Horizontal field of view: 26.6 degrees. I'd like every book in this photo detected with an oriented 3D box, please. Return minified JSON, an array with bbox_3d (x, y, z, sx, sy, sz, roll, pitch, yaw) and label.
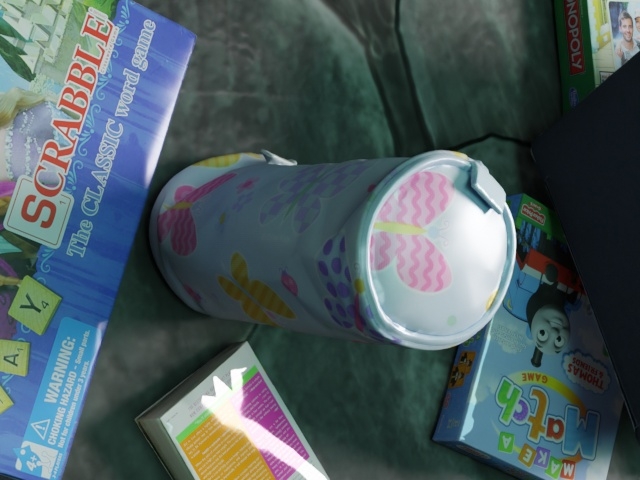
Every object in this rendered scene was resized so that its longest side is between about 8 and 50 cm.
[{"bbox_3d":[-0.051,0.156,0.946,0.096,0.035,0.144,-38,105,-35],"label":"book"}]

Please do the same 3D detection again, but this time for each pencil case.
[{"bbox_3d":[0.000,0.000,0.859,0.124,0.273,0.113,-42,114,-23],"label":"pencil case"}]

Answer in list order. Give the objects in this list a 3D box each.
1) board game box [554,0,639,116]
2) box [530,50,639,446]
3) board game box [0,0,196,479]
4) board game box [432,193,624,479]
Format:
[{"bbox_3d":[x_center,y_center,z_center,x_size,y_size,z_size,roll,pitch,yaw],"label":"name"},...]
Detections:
[{"bbox_3d":[0.342,-0.216,1.250,0.317,0.046,0.213,-3,86,-34],"label":"board game box"},{"bbox_3d":[0.418,-0.002,1.095,0.396,0.212,0.293,-2,64,-32],"label":"box"},{"bbox_3d":[-0.260,-0.046,0.808,0.318,0.066,0.318,23,71,-30],"label":"board game box"},{"bbox_3d":[0.187,0.091,1.110,0.160,0.039,0.211,27,70,-28],"label":"board game box"}]
